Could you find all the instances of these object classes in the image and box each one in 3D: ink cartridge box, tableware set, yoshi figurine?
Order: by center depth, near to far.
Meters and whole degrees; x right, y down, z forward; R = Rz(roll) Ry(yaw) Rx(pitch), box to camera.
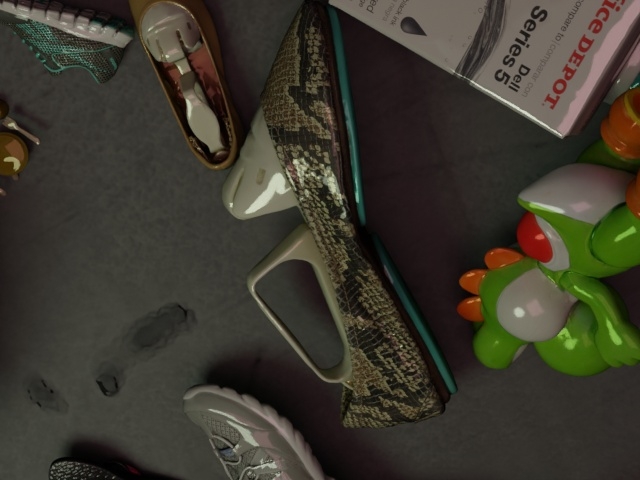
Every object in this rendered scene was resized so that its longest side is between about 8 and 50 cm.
[{"bbox_3d":[0.179,-0.250,1.160,0.273,0.115,0.198,32,105,12],"label":"ink cartridge box"},{"bbox_3d":[0.299,0.023,1.251,0.203,0.203,0.362,47,135,13],"label":"yoshi figurine"},{"bbox_3d":[-0.380,-0.084,1.296,0.104,0.024,0.154,36,105,-9],"label":"tableware set"}]

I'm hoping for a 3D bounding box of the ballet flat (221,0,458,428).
[{"bbox_3d":[0.000,0.000,1.260,0.182,0.164,0.483,-18,111,3],"label":"ballet flat"}]

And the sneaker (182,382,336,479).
[{"bbox_3d":[-0.059,0.276,1.347,0.281,0.105,0.115,46,64,-6],"label":"sneaker"}]

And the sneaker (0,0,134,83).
[{"bbox_3d":[-0.281,-0.209,1.238,0.166,0.065,0.076,16,111,-5],"label":"sneaker"}]

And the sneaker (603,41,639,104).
[{"bbox_3d":[0.426,-0.234,1.210,0.178,0.124,0.296,27,112,-5],"label":"sneaker"}]

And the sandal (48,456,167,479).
[{"bbox_3d":[-0.238,0.292,1.417,0.179,0.040,0.067,18,113,-22],"label":"sandal"}]

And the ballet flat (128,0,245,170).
[{"bbox_3d":[-0.136,-0.179,1.242,0.080,0.073,0.232,-22,107,8],"label":"ballet flat"}]
